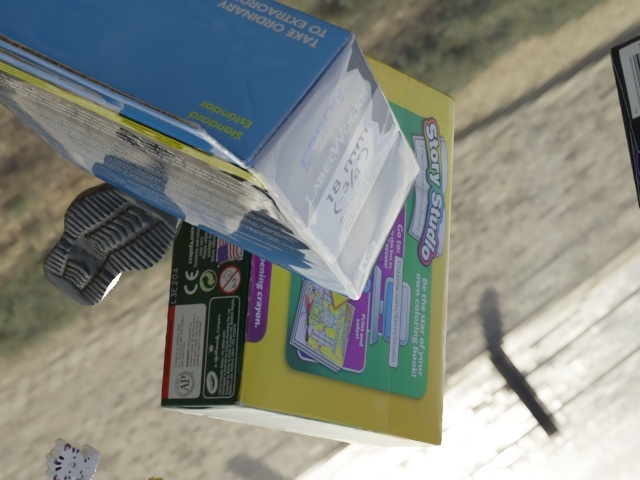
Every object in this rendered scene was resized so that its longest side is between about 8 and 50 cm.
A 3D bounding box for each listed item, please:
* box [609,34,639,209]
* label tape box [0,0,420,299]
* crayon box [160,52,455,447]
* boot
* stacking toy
[{"bbox_3d":[0.384,-0.098,1.303,0.270,0.143,0.165,7,159,-43],"label":"box"},{"bbox_3d":[-0.091,-0.096,0.924,0.106,0.241,0.333,-62,161,-8],"label":"label tape box"},{"bbox_3d":[0.000,0.000,1.550,0.106,0.363,0.313,-6,164,36],"label":"crayon box"},{"bbox_3d":[-0.135,-0.041,1.251,0.198,0.077,0.137,-29,-158,55],"label":"boot"},{"bbox_3d":[-0.220,0.307,1.523,0.052,0.167,0.221,19,89,-41],"label":"stacking toy"}]
